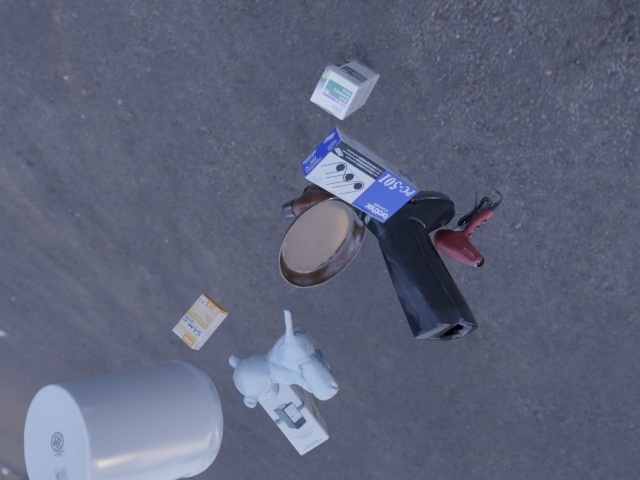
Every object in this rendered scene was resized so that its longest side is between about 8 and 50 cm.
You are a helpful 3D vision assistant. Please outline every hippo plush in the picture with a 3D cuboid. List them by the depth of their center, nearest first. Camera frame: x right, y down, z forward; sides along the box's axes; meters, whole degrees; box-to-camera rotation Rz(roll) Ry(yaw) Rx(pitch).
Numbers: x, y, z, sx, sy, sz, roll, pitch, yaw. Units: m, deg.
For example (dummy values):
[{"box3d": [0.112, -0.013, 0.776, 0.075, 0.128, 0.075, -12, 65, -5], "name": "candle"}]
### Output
[{"box3d": [-0.102, 0.366, 1.543, 0.234, 0.237, 0.294, 58, 178, 19], "name": "hippo plush"}]

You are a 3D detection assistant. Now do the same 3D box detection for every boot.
[{"box3d": [0.326, 0.064, 1.618, 0.367, 0.445, 0.146, -2, 140, -32], "name": "boot"}, {"box3d": [0.043, -0.163, 1.988, 0.281, 0.264, 0.096, -11, 98, 37], "name": "boot"}]

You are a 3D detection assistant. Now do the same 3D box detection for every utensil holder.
[{"box3d": [-0.506, 0.491, 1.488, 0.328, 0.327, 0.386, -10, 171, 37], "name": "utensil holder"}]

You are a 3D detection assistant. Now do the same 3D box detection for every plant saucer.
[{"box3d": [0.000, 0.000, 1.683, 0.050, 0.311, 0.310, 42, 154, 40], "name": "plant saucer"}]

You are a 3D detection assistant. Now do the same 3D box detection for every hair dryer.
[{"box3d": [0.446, -0.038, 1.746, 0.224, 0.293, 0.080, -24, 135, 32], "name": "hair dryer"}]

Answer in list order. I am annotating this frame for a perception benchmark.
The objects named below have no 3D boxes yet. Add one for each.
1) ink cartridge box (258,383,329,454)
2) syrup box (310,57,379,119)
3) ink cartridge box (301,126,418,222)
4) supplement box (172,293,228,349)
[{"box3d": [-0.108, 0.564, 2.012, 0.122, 0.211, 0.289, -33, 108, 1], "name": "ink cartridge box"}, {"box3d": [0.067, -0.390, 1.460, 0.093, 0.237, 0.096, 32, 118, 4], "name": "syrup box"}, {"box3d": [0.075, -0.116, 1.054, 0.207, 0.046, 0.097, 27, 122, -35], "name": "ink cartridge box"}, {"box3d": [-0.249, 0.169, 1.190, 0.062, 0.098, 0.036, 36, 174, 21], "name": "supplement box"}]
